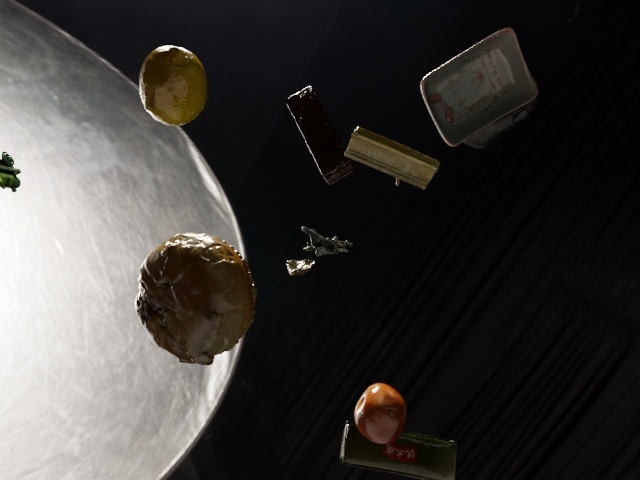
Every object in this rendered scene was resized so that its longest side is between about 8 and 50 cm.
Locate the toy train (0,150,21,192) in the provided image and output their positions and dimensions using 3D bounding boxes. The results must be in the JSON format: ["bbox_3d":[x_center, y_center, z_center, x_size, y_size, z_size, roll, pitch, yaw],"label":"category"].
[{"bbox_3d":[-0.978,-0.203,1.481,0.132,0.083,0.200,63,5,0],"label":"toy train"}]

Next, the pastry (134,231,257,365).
[{"bbox_3d":[-0.373,0.173,1.517,0.409,0.410,0.245,36,23,22],"label":"pastry"}]

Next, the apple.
[{"bbox_3d":[0.173,0.491,1.403,0.139,0.163,0.163,31,8,6],"label":"apple"}]

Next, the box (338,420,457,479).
[{"bbox_3d":[0.260,0.764,1.783,0.372,0.138,0.420,9,-23,5],"label":"box"}]

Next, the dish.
[{"bbox_3d":[0.303,-0.301,0.985,0.151,0.212,0.077,59,-1,-18],"label":"dish"}]

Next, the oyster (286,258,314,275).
[{"bbox_3d":[-0.088,0.109,1.974,0.103,0.051,0.148,11,11,29],"label":"oyster"}]

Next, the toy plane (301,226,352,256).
[{"bbox_3d":[0.000,0.011,1.823,0.192,0.088,0.262,-9,-15,29],"label":"toy plane"}]

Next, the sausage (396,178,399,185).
[{"bbox_3d":[0.328,-0.276,2.087,0.015,0.100,0.015,4,5,0],"label":"sausage"}]

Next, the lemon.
[{"bbox_3d":[-0.497,-0.523,1.683,0.233,0.288,0.234,9,46,-9],"label":"lemon"}]

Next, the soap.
[{"bbox_3d":[0.195,-0.225,1.362,0.251,0.092,0.037,23,50,-2],"label":"soap"}]

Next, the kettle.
[{"bbox_3d":[0.501,-0.399,1.455,0.207,0.268,0.290,47,39,-27],"label":"kettle"}]

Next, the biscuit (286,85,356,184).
[{"bbox_3d":[-0.003,-0.360,1.668,0.388,0.107,0.073,65,8,30],"label":"biscuit"}]
